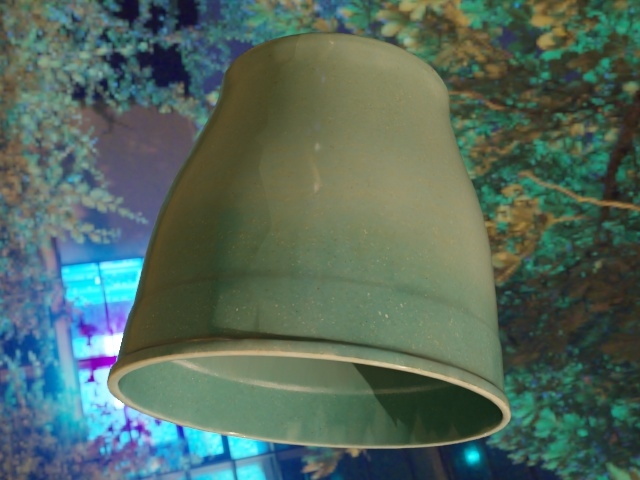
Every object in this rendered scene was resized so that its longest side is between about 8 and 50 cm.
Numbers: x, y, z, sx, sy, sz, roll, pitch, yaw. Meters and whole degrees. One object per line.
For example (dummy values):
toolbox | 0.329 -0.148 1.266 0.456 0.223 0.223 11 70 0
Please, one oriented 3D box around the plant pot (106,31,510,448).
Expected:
plant pot | 0.000 0.000 0.656 0.271 0.272 0.255 135 -37 -61
